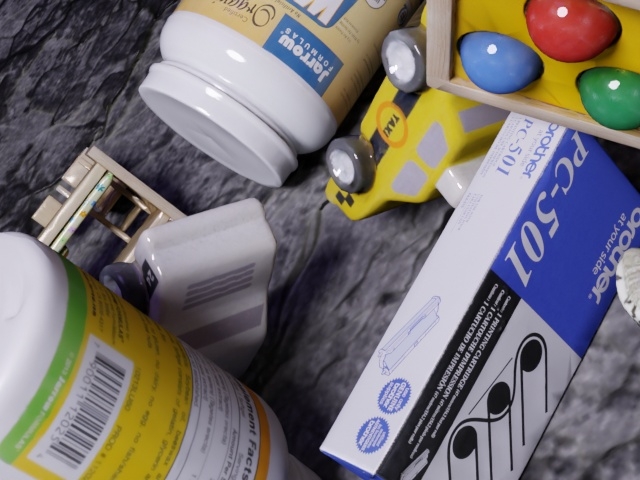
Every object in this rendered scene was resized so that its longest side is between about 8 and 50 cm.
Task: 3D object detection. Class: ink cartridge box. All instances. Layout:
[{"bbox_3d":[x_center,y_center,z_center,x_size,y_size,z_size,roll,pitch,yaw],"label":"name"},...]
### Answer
[{"bbox_3d":[0.091,0.043,0.619,0.046,0.097,0.207,14,69,49],"label":"ink cartridge box"}]

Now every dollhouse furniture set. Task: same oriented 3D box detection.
[{"bbox_3d":[-0.198,0.027,0.954,0.182,0.101,0.161,-53,13,-5],"label":"dollhouse furniture set"}]

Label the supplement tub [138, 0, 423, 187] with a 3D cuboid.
[{"bbox_3d":[-0.024,-0.153,0.864,0.144,0.144,0.199,20,74,51],"label":"supplement tub"}]

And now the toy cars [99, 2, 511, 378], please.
[{"bbox_3d":[0.000,0.000,0.715,0.394,0.176,0.087,-38,69,13],"label":"toy cars"}]

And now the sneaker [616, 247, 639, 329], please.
[{"bbox_3d":[0.261,-0.075,0.482,0.410,0.182,0.158,-55,38,-8],"label":"sneaker"}]

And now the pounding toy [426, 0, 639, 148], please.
[{"bbox_3d":[0.079,-0.132,0.518,0.206,0.181,0.094,18,72,12],"label":"pounding toy"}]

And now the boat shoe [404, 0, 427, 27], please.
[{"bbox_3d":[0.107,-0.167,0.838,0.056,0.048,0.153,-6,46,57],"label":"boat shoe"}]

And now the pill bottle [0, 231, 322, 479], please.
[{"bbox_3d":[-0.103,0.114,0.628,0.136,0.246,0.136,-26,42,27],"label":"pill bottle"}]
